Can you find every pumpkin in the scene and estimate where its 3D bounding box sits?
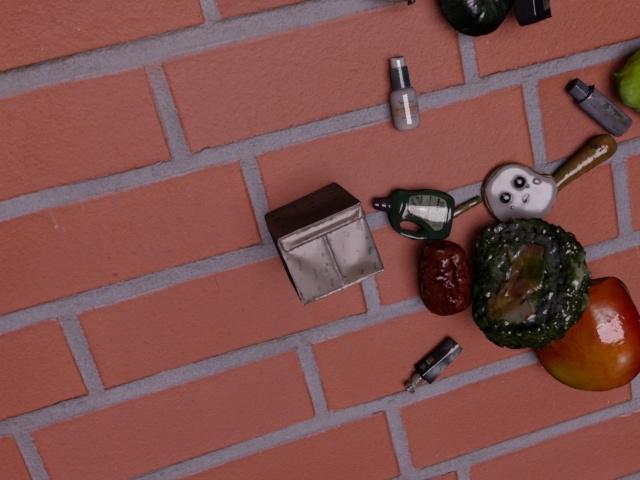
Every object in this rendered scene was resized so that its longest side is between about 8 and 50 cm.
[{"bbox_3d":[0.402,-0.631,1.597,0.212,0.152,0.211,-4,108,-14],"label":"pumpkin"}]

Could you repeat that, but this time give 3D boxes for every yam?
[{"bbox_3d":[0.360,-0.062,1.794,0.234,0.027,0.029,-30,88,-2],"label":"yam"}]

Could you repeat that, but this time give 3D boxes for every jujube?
[{"bbox_3d":[0.349,0.103,1.752,0.155,0.155,0.230,-17,122,-6],"label":"jujube"}]

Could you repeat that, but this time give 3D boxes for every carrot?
[{"bbox_3d":[0.722,-0.195,1.812,0.298,0.078,0.078,-41,107,6],"label":"carrot"}]

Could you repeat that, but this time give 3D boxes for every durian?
[{"bbox_3d":[0.991,-0.447,1.730,0.340,0.204,0.255,17,112,-13],"label":"durian"}]

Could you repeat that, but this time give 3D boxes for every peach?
[{"bbox_3d":[0.766,0.272,1.819,0.242,0.306,0.380,-20,112,-13],"label":"peach"}]

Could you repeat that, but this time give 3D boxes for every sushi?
[{"bbox_3d":[0.573,0.116,1.705,0.178,0.294,0.351,32,63,-49],"label":"sushi"}]

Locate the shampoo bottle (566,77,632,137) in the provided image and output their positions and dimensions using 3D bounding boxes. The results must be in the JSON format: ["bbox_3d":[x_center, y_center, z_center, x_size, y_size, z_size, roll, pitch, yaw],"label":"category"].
[{"bbox_3d":[0.787,-0.379,1.776,0.214,0.072,0.072,33,96,-16],"label":"shampoo bottle"}]

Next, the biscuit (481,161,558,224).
[{"bbox_3d":[0.564,-0.127,1.785,0.208,0.049,0.181,25,104,-5],"label":"biscuit"}]

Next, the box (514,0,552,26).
[{"bbox_3d":[0.516,-0.726,1.575,0.058,0.211,0.350,-5,108,31],"label":"box"}]

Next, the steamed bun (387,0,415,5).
[{"bbox_3d":[0.178,-0.685,1.551,0.218,0.144,0.211,-44,119,-29],"label":"steamed bun"}]

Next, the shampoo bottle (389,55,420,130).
[{"bbox_3d":[0.218,-0.390,1.662,0.074,0.074,0.192,-13,105,-7],"label":"shampoo bottle"}]

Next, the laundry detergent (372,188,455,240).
[{"bbox_3d":[0.253,-0.074,1.737,0.222,0.078,0.144,5,103,-1],"label":"laundry detergent"}]

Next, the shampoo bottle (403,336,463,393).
[{"bbox_3d":[0.335,0.379,1.884,0.208,0.057,0.063,-44,115,4],"label":"shampoo bottle"}]

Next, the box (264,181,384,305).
[{"bbox_3d":[0.000,0.000,1.600,0.225,0.297,0.190,-24,107,-4],"label":"box"}]
